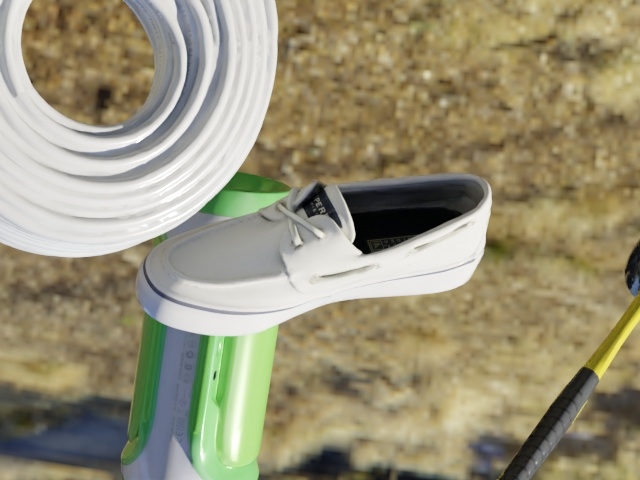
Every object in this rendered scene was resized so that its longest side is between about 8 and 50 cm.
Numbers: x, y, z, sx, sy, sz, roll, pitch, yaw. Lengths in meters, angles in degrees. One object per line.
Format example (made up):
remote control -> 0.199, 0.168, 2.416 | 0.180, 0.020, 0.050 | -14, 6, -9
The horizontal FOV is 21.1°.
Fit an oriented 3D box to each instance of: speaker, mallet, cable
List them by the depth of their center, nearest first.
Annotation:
mallet -> 0.138, 0.058, 0.841 | 0.039, 0.190, 0.062 | 36, 150, 8
cable -> -0.148, -0.119, 1.092 | 0.257, 0.257, 0.089 | -19, -172, -25
speaker -> -0.099, 0.091, 1.497 | 0.131, 0.296, 0.131 | 9, -170, -2

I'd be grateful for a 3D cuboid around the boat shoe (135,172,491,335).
boat shoe -> 0.000, 0.000, 1.233 | 0.267, 0.096, 0.088 | -5, 139, -16
